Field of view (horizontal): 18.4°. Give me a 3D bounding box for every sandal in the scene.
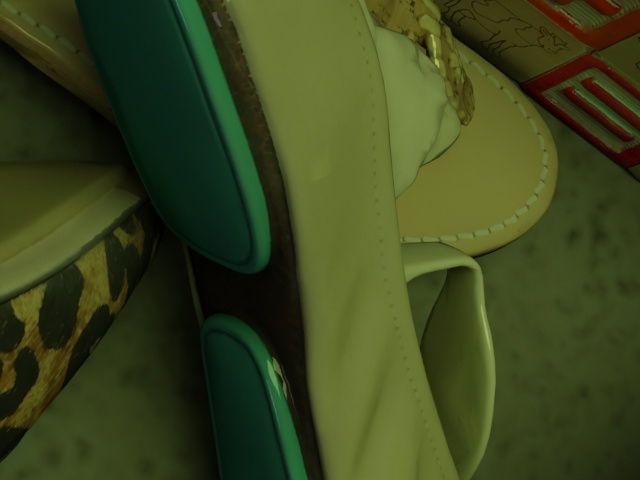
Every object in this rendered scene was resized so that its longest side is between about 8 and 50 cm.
[{"bbox_3d":[-0.022,-0.068,0.515,0.240,0.079,0.088,24,57,-17],"label":"sandal"}]

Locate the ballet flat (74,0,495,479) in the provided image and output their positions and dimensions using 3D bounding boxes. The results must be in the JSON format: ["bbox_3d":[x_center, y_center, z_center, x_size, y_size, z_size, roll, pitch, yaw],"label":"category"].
[{"bbox_3d":[0.000,0.000,0.486,0.086,0.086,0.248,-25,120,-25],"label":"ballet flat"}]

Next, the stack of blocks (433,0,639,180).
[{"bbox_3d":[0.062,-0.130,0.521,0.297,0.171,0.087,35,69,-13],"label":"stack of blocks"}]

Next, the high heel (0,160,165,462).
[{"bbox_3d":[-0.123,0.093,0.474,0.261,0.093,0.186,-31,126,-44],"label":"high heel"}]
